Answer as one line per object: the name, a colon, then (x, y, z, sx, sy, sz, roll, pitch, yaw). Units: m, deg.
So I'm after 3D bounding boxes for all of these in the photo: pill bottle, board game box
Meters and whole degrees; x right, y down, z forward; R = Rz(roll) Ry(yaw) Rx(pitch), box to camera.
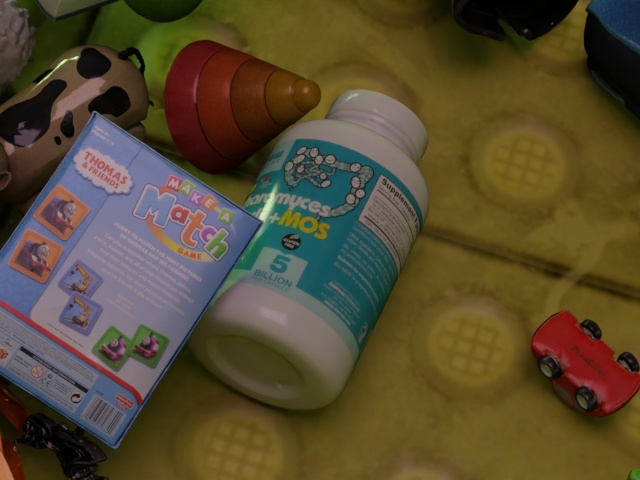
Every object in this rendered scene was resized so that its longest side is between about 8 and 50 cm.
pill bottle: (0.000, 0.000, 1.636, 0.146, 0.146, 0.264, 23, 60, 7)
board game box: (-0.168, 0.031, 1.511, 0.160, 0.039, 0.211, 34, 81, -2)

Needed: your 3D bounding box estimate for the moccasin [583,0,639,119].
moccasin: (0.382, -0.109, 1.758, 0.137, 0.117, 0.342, -34, 66, -22)

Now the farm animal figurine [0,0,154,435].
farm animal figurine: (-0.243, -0.045, 1.619, 0.330, 0.172, 0.327, 28, 61, 9)

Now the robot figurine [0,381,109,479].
robot figurine: (-0.282, 0.197, 1.509, 0.291, 0.085, 0.211, 42, 88, 16)

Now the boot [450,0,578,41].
boot: (0.089, -0.292, 1.760, 0.338, 0.118, 0.223, -2, 55, -40)

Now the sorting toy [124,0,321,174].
sorting toy: (-0.090, -0.231, 1.646, 0.126, 0.366, 0.127, -3, 25, 38)

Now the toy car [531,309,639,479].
toy car: (0.276, 0.186, 1.615, 0.239, 0.053, 0.225, 13, 61, 2)

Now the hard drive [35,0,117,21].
hard drive: (-0.164, -0.326, 1.778, 0.318, 0.040, 0.210, -24, 66, -34)
